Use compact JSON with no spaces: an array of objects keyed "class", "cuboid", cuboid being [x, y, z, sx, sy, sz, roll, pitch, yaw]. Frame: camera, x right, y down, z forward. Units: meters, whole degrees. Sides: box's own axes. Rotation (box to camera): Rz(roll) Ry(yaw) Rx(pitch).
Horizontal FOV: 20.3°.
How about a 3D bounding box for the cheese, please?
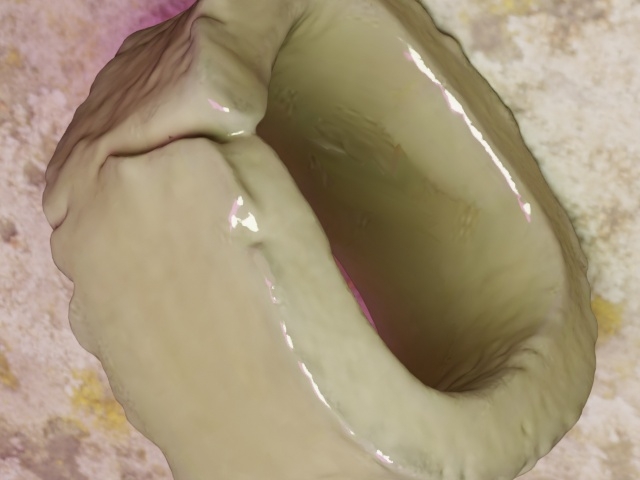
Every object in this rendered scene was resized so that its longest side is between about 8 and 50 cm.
[{"class":"cheese","cuboid":[0.000,0.000,1.016,0.153,0.292,0.332,-35,90,37]}]
